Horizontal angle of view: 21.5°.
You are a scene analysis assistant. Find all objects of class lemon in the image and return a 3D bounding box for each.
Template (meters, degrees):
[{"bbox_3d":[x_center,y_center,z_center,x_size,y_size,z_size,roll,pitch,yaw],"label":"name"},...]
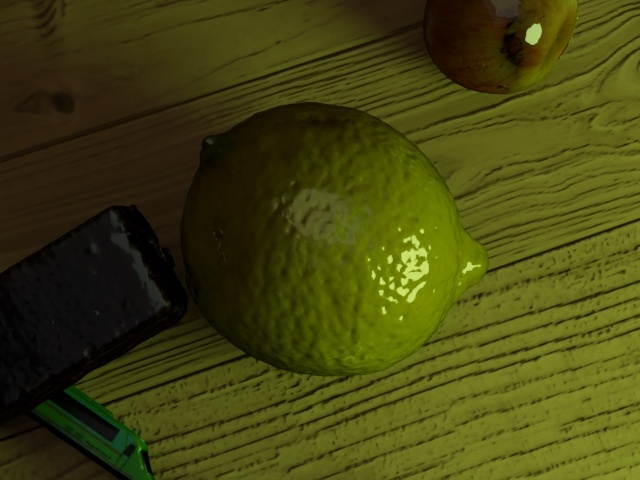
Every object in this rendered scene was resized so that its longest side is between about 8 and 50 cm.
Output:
[{"bbox_3d":[0.008,0.004,1.414,0.253,0.228,0.228,27,73,6],"label":"lemon"}]

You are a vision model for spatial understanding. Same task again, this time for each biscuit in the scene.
[{"bbox_3d":[-0.294,0.108,1.408,0.388,0.073,0.107,-31,82,2],"label":"biscuit"}]

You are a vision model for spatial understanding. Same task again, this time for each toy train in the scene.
[{"bbox_3d":[-0.212,0.152,1.456,0.209,0.044,0.042,33,74,9],"label":"toy train"}]

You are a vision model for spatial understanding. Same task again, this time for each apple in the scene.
[{"bbox_3d":[0.166,-0.200,1.533,0.146,0.146,0.147,0,71,-1],"label":"apple"}]
